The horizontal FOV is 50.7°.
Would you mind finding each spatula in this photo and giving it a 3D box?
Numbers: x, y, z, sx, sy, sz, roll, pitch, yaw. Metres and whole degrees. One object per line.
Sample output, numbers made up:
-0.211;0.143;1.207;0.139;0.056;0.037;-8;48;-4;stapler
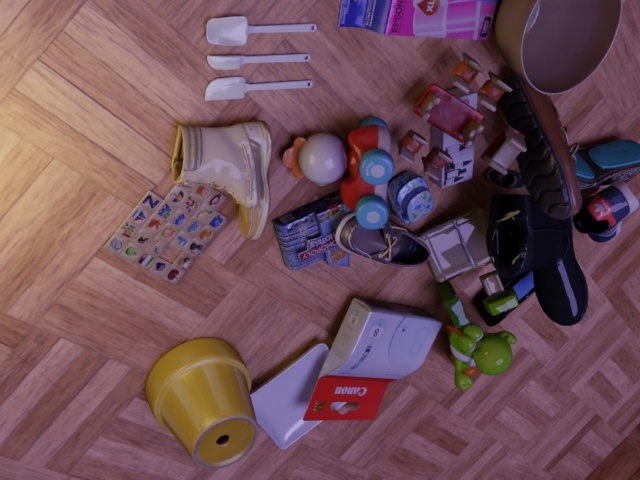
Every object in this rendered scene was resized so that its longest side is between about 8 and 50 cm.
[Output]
-0.116;-0.368;1.361;0.242;0.019;0.168;-10;123;-25;spatula

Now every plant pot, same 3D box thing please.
0.507;-0.498;1.538;0.284;0.191;0.284;-15;125;-22;plant pot
-0.268;0.404;1.628;0.254;0.239;0.254;-15;125;-22;plant pot

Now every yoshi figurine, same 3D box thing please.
0.474;0.335;1.983;0.203;0.203;0.362;-3;165;12;yoshi figurine

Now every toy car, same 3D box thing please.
0.034;-0.159;1.506;0.238;0.219;0.210;4;122;0;toy car

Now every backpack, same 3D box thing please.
0.229;-0.110;1.695;0.105;0.084;0.114;-35;128;-10;backpack

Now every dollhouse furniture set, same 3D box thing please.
0.340;-0.266;1.568;0.259;0.135;0.262;30;115;-14;dollhouse furniture set
0.402;0.060;1.880;0.198;0.151;0.301;-23;102;8;dollhouse furniture set

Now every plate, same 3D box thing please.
-0.058;0.432;1.901;0.277;0.045;0.278;-35;131;-6;plate

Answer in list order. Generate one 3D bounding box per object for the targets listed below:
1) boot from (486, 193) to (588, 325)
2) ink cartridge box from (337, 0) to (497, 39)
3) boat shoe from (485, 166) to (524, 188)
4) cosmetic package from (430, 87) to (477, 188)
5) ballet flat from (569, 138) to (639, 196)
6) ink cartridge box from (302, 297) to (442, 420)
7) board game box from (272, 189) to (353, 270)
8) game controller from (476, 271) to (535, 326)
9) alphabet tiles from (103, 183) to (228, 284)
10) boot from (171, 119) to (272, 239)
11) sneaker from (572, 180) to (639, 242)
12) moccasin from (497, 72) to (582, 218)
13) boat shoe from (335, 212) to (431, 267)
0.584;0.063;1.800;0.146;0.367;0.445;-14;171;29;boot
0.222;-0.527;1.436;0.371;0.069;0.175;-5;122;-26;ink cartridge box
0.518;-0.164;1.856;0.152;0.049;0.056;6;116;-34;boat shoe
0.330;-0.254;1.677;0.099;0.060;0.239;-21;128;-20;cosmetic package
0.727;-0.188;1.913;0.483;0.164;0.182;-6;141;-30;ballet flat
0.149;0.363;1.908;0.308;0.091;0.385;13;103;-42;ink cartridge box
0.000;0.000;1.644;0.194;0.060;0.194;-26;129;-15;board game box
0.624;0.139;2.108;0.319;0.067;0.166;-41;132;-1;game controller
-0.318;-0.033;1.465;0.237;0.009;0.198;-50;131;6;alphabet tiles
-0.209;-0.118;1.412;0.203;0.095;0.262;-7;117;-29;boot
0.811;-0.061;2.003;0.148;0.131;0.350;-29;158;-1;sneaker
0.551;-0.234;1.657;0.147;0.380;0.139;-6;157;-31;moccasin
0.162;0.005;1.673;0.324;0.097;0.116;15;104;-52;boat shoe
